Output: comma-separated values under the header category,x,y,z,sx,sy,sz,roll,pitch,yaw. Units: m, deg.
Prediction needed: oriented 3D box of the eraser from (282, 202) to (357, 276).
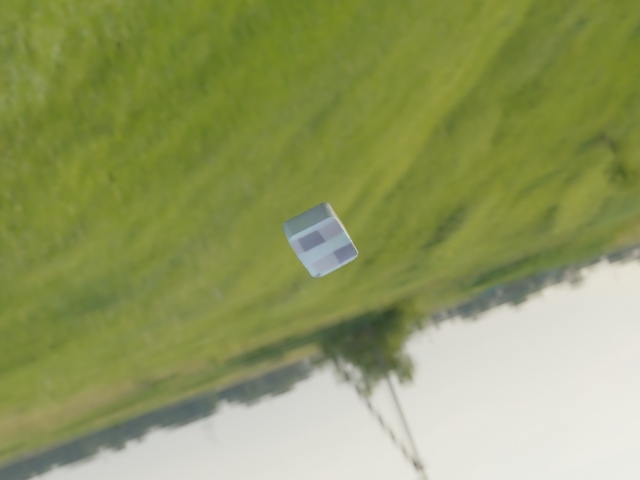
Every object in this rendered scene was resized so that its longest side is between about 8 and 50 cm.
category,x,y,z,sx,sy,sz,roll,pitch,yaw
eraser,0.000,0.000,2.059,0.065,0.026,0.105,-30,146,4
